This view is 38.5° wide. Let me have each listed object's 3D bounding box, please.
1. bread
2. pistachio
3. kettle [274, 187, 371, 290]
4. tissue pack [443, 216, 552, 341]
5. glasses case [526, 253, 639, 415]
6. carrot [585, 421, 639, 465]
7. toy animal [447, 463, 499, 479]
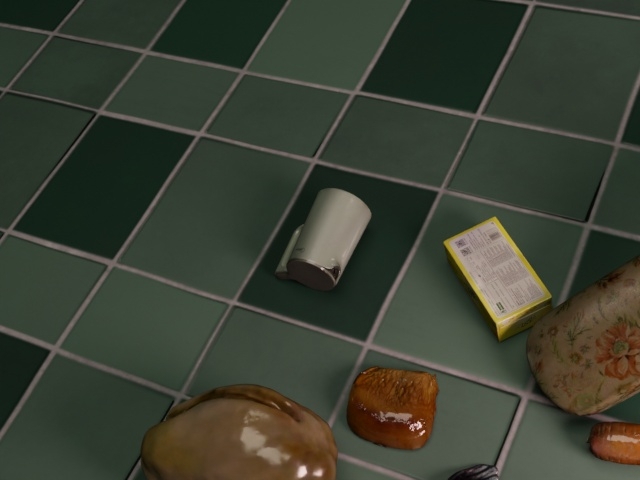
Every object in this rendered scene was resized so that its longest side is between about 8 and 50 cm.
[{"bbox_3d":[0.104,0.235,1.336,0.129,0.044,0.126,5,54,21],"label":"bread"},{"bbox_3d":[-0.107,0.302,1.276,0.287,0.197,0.166,-1,9,26],"label":"pistachio"},{"bbox_3d":[0.000,-0.003,1.507,0.126,0.098,0.148,17,63,18],"label":"kettle"},{"bbox_3d":[0.273,0.059,1.413,0.095,0.062,0.176,-26,53,-4],"label":"tissue pack"},{"bbox_3d":[0.476,0.086,1.239,0.425,0.098,0.157,-35,60,17],"label":"glasses case"},{"bbox_3d":[0.478,0.272,1.210,0.247,0.059,0.059,1,54,11],"label":"carrot"},{"bbox_3d":[0.161,0.395,1.131,0.197,0.272,0.160,-8,88,-2],"label":"toy animal"}]
